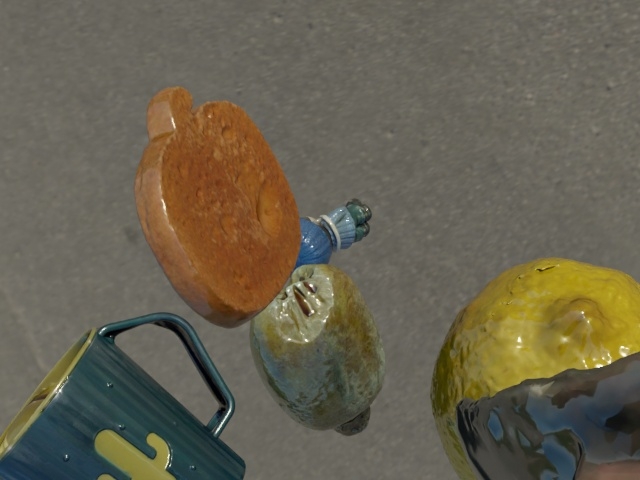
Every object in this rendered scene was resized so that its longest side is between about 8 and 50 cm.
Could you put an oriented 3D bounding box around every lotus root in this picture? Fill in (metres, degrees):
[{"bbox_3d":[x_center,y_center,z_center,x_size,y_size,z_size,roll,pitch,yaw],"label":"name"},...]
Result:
[{"bbox_3d":[0.003,0.102,1.096,0.088,0.113,0.192,33,154,45],"label":"lotus root"}]

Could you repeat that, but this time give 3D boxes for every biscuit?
[{"bbox_3d":[-0.036,-0.014,0.422,0.015,0.091,0.078,-24,102,25],"label":"biscuit"}]

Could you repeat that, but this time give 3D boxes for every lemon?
[{"bbox_3d":[0.180,0.115,0.970,0.192,0.192,0.231,32,146,19],"label":"lemon"}]

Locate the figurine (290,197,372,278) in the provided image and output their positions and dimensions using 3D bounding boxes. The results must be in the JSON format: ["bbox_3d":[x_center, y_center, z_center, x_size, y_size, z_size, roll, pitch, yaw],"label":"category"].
[{"bbox_3d":[0.000,0.000,1.548,0.087,0.149,0.086,38,132,32],"label":"figurine"}]

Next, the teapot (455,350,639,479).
[{"bbox_3d":[0.148,0.199,0.377,0.305,0.376,0.362,-16,73,38],"label":"teapot"}]

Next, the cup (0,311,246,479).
[{"bbox_3d":[-0.135,0.145,0.941,0.155,0.176,0.131,40,165,-10],"label":"cup"}]
